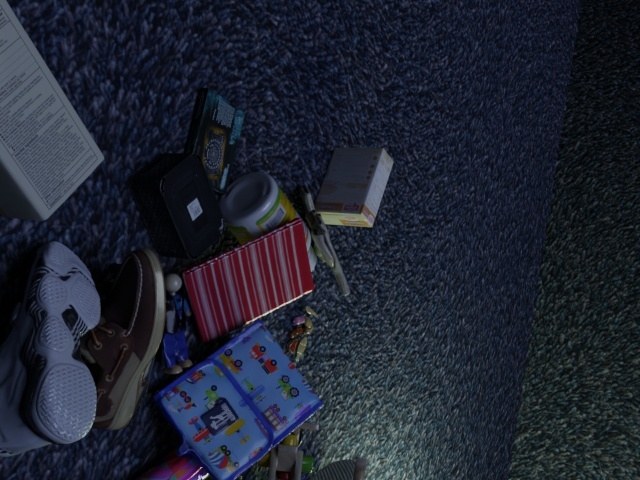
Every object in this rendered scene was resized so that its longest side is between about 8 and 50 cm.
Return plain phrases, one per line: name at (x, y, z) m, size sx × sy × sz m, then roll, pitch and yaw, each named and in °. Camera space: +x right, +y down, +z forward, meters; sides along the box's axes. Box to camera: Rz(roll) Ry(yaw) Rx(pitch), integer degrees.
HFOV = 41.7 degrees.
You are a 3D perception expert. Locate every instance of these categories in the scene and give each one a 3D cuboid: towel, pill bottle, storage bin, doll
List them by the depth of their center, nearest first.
storage bin at (-0.268, -0.065, 1.593) m, size 0.122 × 0.084 × 0.180 m, roll -49°, pitch 131°, yaw -42°
doll at (-0.283, 0.156, 1.630) m, size 0.129 × 0.046 × 0.189 m, roll -23°, pitch 110°, yaw -64°
towel at (-0.140, 0.080, 1.715) m, size 0.275 × 0.031 × 0.198 m, roll -25°, pitch 130°, yaw -20°
pill bottle at (-0.104, -0.019, 1.795) m, size 0.245 × 0.136 × 0.136 m, roll 56°, pitch 50°, yaw -43°

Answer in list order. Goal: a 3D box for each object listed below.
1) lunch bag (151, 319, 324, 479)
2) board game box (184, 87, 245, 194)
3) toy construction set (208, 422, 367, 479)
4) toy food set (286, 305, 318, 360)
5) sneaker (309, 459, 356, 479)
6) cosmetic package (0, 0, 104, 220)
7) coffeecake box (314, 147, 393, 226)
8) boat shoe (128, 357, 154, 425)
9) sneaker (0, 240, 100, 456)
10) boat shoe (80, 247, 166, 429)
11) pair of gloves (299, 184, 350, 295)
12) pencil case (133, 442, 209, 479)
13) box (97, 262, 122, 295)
lunch bag at (-0.179, 0.335, 1.671) m, size 0.293 × 0.138 × 0.221 m, roll -33°, pitch 82°, yaw -40°
board game box at (-0.217, -0.198, 1.704) m, size 0.126 × 0.026 × 0.186 m, roll 28°, pitch 70°, yaw -54°
toy construction set at (-0.039, 0.476, 1.828) m, size 0.257 × 0.309 × 0.237 m, roll 47°, pitch 51°, yaw -57°
toy food set at (-0.051, 0.219, 2.008) m, size 0.078 × 0.019 × 0.122 m, roll 47°, pitch 64°, yaw -48°
sneaker at (0.010, 0.680, 2.090) m, size 0.282 × 0.102 × 0.161 m, roll -38°, pitch 129°, yaw -35°
cosmetic package at (-0.474, -0.194, 1.246) m, size 0.160 × 0.113 × 0.309 m, roll -56°, pitch 136°, yaw -36°
coffeecake box at (0.079, -0.131, 2.048) m, size 0.068 × 0.142 × 0.185 m, roll 45°, pitch 57°, yaw -49°
boat shoe at (-0.343, 0.269, 1.552) m, size 0.049 × 0.056 × 0.152 m, roll 41°, pitch 70°, yaw -56°
sneaker at (-0.462, 0.171, 1.296) m, size 0.137 × 0.210 × 0.365 m, roll 51°, pitch 19°, yaw -47°
boat shoe at (-0.357, 0.171, 1.418) m, size 0.123 × 0.123 × 0.342 m, roll 5°, pitch 114°, yaw -39°
pair of gloves at (0.000, 0.000, 1.925) m, size 0.240 × 0.042 × 0.204 m, roll -116°, pitch -175°, yaw -60°
pencil case at (-0.288, 0.465, 1.606) m, size 0.236 × 0.104 × 0.104 m, roll -38°, pitch 124°, yaw -51°
box at (-0.347, 0.088, 1.511) m, size 0.052 × 0.062 × 0.083 m, roll -58°, pitch 138°, yaw -33°
